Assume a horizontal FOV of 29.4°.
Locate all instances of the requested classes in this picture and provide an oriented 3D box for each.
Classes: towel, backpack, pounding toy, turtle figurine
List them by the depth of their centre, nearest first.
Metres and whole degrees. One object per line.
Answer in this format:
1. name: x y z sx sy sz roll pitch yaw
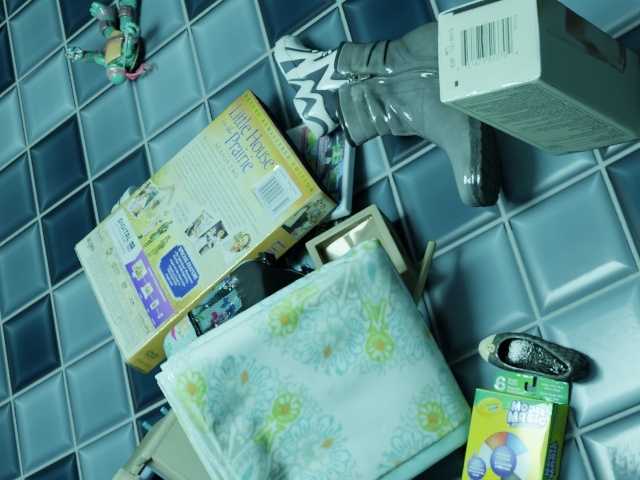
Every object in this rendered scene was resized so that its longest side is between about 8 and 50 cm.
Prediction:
1. towel: -0.002 0.223 1.697 0.320 0.374 0.090 62 168 -12
2. pounding toy: 0.107 0.057 1.855 0.181 0.094 0.206 -30 61 10
3. backpack: -0.106 0.167 1.860 0.253 0.225 0.191 -37 55 30
4. turtle figurine: -0.404 -0.383 2.371 0.175 0.118 0.234 -19 52 20

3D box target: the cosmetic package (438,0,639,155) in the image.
1. cosmetic package: 0.298 -0.217 1.620 0.153 0.296 0.129 -11 72 37

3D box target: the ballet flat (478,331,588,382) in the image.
1. ballet flat: 0.292 0.159 1.702 0.173 0.049 0.057 8 85 41

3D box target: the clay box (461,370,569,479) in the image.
1. clay box: 0.267 0.295 1.690 0.127 0.053 0.222 5 84 40

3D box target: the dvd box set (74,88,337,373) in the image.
1. dvd box set: -0.201 -0.022 2.021 0.420 0.062 0.307 -42 47 7

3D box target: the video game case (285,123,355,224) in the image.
1. video game case: -0.021 -0.108 2.010 0.183 0.023 0.201 -18 53 34

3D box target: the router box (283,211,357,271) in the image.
1. router box: 0.000 0.000 1.992 0.092 0.038 0.122 19 93 41

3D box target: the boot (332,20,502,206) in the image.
1. boot: 0.140 -0.173 1.828 0.222 0.118 0.338 -16 57 16

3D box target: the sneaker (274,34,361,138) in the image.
1. sneaker: 0.020 -0.287 2.015 0.153 0.094 0.235 -30 39 11

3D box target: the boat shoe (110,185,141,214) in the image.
1. boat shoe: -0.315 0.077 2.178 0.156 0.136 0.367 -46 52 22

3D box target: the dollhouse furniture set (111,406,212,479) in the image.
1. dollhouse furniture set: -0.209 0.368 2.062 0.286 0.198 0.303 -56 9 -35
